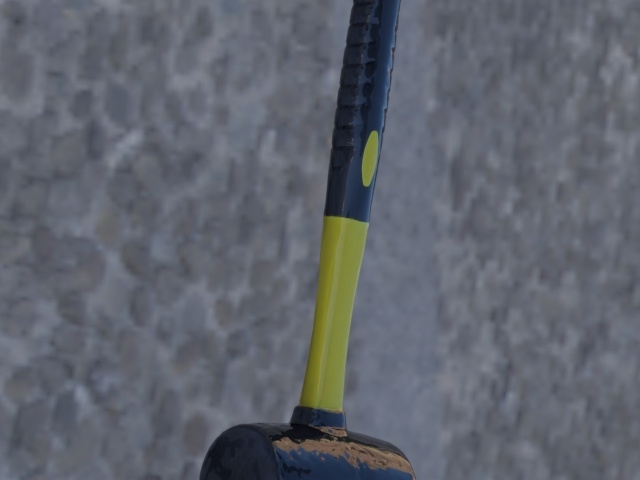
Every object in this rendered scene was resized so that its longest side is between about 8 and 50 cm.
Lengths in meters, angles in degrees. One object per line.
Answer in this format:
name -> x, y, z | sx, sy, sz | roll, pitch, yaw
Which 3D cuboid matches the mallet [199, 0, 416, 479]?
mallet -> 0.000, 0.000, 0.563 | 0.062, 0.039, 0.190 | 1, 92, -44
